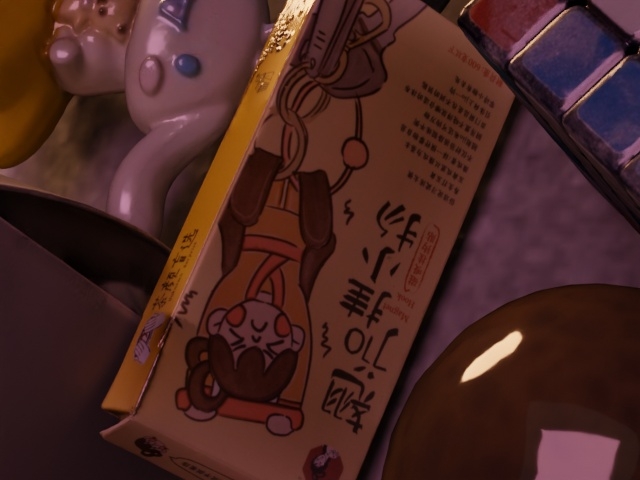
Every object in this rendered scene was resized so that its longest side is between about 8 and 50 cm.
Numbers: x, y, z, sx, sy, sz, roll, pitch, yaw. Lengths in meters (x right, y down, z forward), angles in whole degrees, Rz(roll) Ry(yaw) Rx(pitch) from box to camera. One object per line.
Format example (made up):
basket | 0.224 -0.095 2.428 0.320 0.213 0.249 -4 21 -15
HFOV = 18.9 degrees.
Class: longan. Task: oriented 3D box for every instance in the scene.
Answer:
longan | 0.065 0.065 0.441 0.113 0.092 0.113 -7 68 19

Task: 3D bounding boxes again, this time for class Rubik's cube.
Rubik's cube | 0.107 -0.040 0.470 0.092 0.092 0.092 -43 52 4

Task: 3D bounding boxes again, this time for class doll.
doll | -0.061 -0.056 0.606 0.113 0.071 0.135 -12 65 4

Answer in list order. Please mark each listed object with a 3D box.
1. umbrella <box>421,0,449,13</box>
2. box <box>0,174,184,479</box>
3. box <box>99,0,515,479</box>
umbrella | 0.087 -0.165 0.571 0.236 0.059 0.066 -53 35 -5
box | -0.182 0.120 0.528 0.173 0.145 0.333 20 77 34
box | 0.000 0.000 0.526 0.020 0.073 0.149 2 65 58
